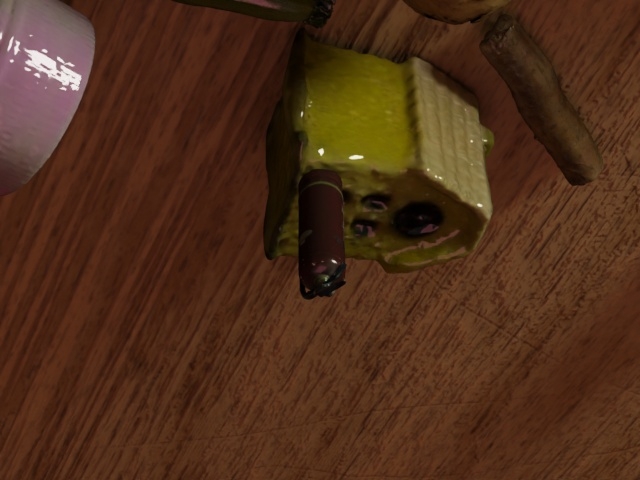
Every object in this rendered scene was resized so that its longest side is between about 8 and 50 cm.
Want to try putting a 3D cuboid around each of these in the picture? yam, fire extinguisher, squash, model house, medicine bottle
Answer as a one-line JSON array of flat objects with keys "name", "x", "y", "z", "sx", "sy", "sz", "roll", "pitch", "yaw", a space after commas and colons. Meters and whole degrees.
[{"name": "yam", "x": 0.228, "y": -0.142, "z": 1.784, "sx": 0.057, "sy": 0.056, "sz": 0.241, "roll": -22, "pitch": 135, "yaw": 19}, {"name": "fire extinguisher", "x": 0.000, "y": 0.000, "z": 1.568, "sx": 0.043, "sy": 0.158, "sz": 0.064, "roll": 32, "pitch": 124, "yaw": -25}, {"name": "squash", "x": -0.075, "y": -0.241, "z": 1.661, "sx": 0.183, "sy": 0.052, "sz": 0.052, "roll": 8, "pitch": 136, "yaw": -14}, {"name": "model house", "x": 0.067, "y": -0.086, "z": 1.732, "sx": 0.234, "sy": 0.193, "sz": 0.174, "roll": 5, "pitch": 134, "yaw": -8}, {"name": "medicine bottle", "x": -0.413, "y": -0.205, "z": 1.557, "sx": 0.388, "sy": 0.219, "sz": 0.219, "roll": 29, "pitch": 128, "yaw": -27}]

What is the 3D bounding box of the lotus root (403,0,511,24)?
[{"name": "lotus root", "x": 0.112, "y": -0.315, "z": 1.528, "sx": 0.160, "sy": 0.146, "sz": 0.284, "roll": -27, "pitch": 142, "yaw": -3}]
